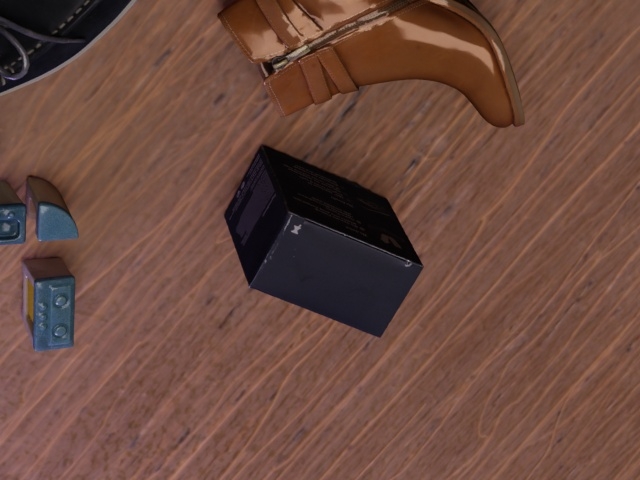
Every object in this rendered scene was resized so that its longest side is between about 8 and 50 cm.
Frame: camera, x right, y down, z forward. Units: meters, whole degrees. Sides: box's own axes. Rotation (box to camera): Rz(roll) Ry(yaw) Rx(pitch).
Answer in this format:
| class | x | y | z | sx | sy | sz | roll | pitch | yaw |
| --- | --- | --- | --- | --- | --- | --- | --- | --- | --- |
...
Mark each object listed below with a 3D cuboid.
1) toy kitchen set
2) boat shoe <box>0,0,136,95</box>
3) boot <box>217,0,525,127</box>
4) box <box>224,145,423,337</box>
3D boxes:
| class | x | y | z | sx | sy | sz | roll | pitch | yaw |
| --- | --- | --- | --- | --- | --- | --- | --- | --- | --- |
| toy kitchen set | -0.339 | 0.042 | 1.809 | 0.207 | 0.122 | 0.166 | -4 | 118 | -19 |
| boat shoe | -0.333 | -0.198 | 1.643 | 0.500 | 0.156 | 0.187 | -32 | 101 | -7 |
| boot | 0.054 | -0.177 | 1.810 | 0.220 | 0.109 | 0.283 | -35 | 118 | 4 |
| box | 0.000 | 0.000 | 1.863 | 0.156 | 0.158 | 0.093 | 22 | 110 | -23 |
